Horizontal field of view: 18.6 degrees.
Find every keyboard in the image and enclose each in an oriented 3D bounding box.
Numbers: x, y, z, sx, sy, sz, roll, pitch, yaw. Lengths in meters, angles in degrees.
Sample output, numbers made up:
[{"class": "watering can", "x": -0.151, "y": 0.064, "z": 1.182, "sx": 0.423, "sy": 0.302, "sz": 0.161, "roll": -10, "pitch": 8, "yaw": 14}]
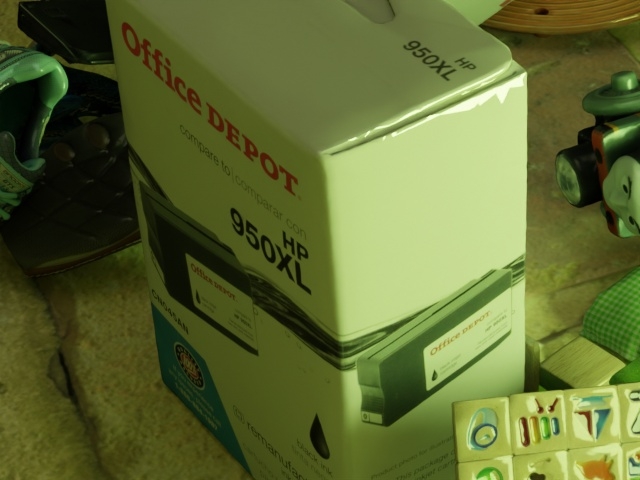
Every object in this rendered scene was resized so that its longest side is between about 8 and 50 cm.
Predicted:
[{"class": "keyboard", "x": -0.147, "y": -0.216, "z": 1.884, "sx": 0.317, "sy": 0.033, "sz": 0.201, "roll": -7, "pitch": 34, "yaw": -36}]

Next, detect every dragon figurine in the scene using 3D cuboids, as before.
[{"class": "dragon figurine", "x": -0.263, "y": -0.110, "z": 1.796, "sx": 0.289, "sy": 0.085, "sz": 0.144, "roll": -26, "pitch": 44, "yaw": -26}]

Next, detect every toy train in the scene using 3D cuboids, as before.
[{"class": "toy train", "x": 0.368, "y": -0.089, "z": 1.634, "sx": 0.334, "sy": 0.142, "sz": 0.190, "roll": -17, "pitch": 19, "yaw": -14}]

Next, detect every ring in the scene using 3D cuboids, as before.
[{"class": "ring", "x": 0.252, "y": -0.310, "z": 2.018, "sx": 0.337, "sy": 0.032, "sz": 0.336, "roll": -5, "pitch": 42, "yaw": 5}]

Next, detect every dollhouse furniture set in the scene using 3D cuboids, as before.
[{"class": "dollhouse furniture set", "x": 0.276, "y": 0.058, "z": 1.487, "sx": 0.301, "sy": 0.151, "sz": 0.197, "roll": -31, "pitch": 46, "yaw": -29}]

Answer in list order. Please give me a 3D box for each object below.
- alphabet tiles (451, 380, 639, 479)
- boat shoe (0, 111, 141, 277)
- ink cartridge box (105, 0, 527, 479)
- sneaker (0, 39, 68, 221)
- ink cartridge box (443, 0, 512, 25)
[{"class": "alphabet tiles", "x": 0.202, "y": 0.194, "z": 1.297, "sx": 0.237, "sy": 0.198, "sz": 0.009, "roll": -4, "pitch": 1, "yaw": -20}, {"class": "boat shoe", "x": -0.120, "y": -0.058, "z": 1.698, "sx": 0.324, "sy": 0.120, "sz": 0.122, "roll": -29, "pitch": 57, "yaw": 1}, {"class": "ink cartridge box", "x": 0.000, "y": 0.000, "z": 1.393, "sx": 0.166, "sy": 0.395, "sz": 0.285, "roll": -26, "pitch": 43, "yaw": -24}, {"class": "sneaker", "x": -0.304, "y": -0.050, "z": 1.638, "sx": 0.122, "sy": 0.110, "sz": 0.283, "roll": 6, "pitch": 66, "yaw": 36}, {"class": "ink cartridge box", "x": 0.061, "y": -0.373, "z": 1.975, "sx": 0.279, "sy": 0.160, "sz": 0.385, "roll": -37, "pitch": 46, "yaw": -11}]
